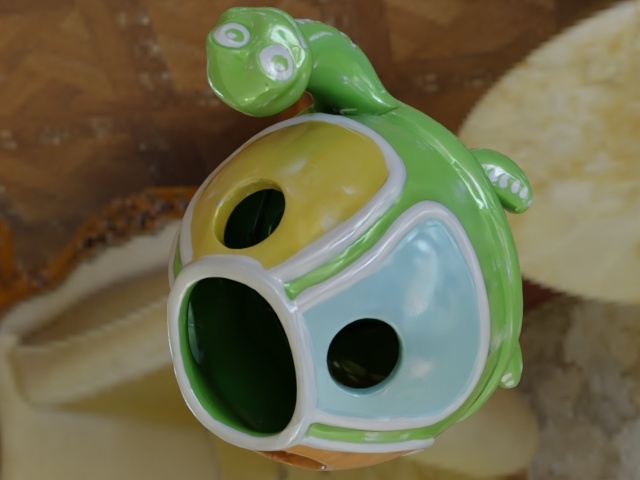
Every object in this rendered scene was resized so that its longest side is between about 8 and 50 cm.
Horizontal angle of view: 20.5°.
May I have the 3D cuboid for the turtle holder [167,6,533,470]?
[{"bbox_3d":[0.014,0.014,1.232,0.227,0.243,0.320,-29,142,-49],"label":"turtle holder"}]
